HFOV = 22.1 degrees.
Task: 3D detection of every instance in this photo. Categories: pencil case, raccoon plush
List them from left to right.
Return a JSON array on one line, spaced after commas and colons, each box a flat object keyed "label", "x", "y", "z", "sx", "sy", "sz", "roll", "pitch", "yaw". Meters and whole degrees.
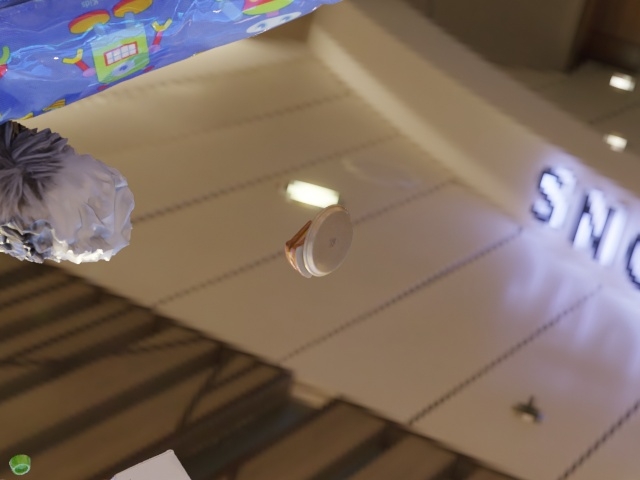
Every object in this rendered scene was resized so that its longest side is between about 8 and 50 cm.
[{"label": "raccoon plush", "x": -0.357, "y": 0.020, "z": 1.246, "sx": 0.446, "sy": 0.216, "sz": 0.299, "roll": 20, "pitch": 159, "yaw": 9}, {"label": "pencil case", "x": -0.113, "y": -0.176, "z": 1.083, "sx": 0.306, "sy": 0.133, "sz": 0.119, "roll": -22, "pitch": -110, "yaw": -6}]

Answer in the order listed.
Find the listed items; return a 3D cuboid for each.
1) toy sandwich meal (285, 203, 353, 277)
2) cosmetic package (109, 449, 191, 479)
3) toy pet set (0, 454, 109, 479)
[{"label": "toy sandwich meal", "x": 0.000, "y": 0.000, "z": 1.677, "sx": 0.029, "sy": 0.086, "sz": 0.085, "roll": 20, "pitch": -162, "yaw": 35}, {"label": "cosmetic package", "x": -0.068, "y": 0.255, "z": 0.987, "sx": 0.060, "sy": 0.099, "sz": 0.239, "roll": -19, "pitch": -109, "yaw": -51}, {"label": "toy pet set", "x": -0.221, "y": 0.219, "z": 1.184, "sx": 0.122, "sy": 0.114, "sz": 0.065, "roll": 23, "pitch": -148, "yaw": -38}]
